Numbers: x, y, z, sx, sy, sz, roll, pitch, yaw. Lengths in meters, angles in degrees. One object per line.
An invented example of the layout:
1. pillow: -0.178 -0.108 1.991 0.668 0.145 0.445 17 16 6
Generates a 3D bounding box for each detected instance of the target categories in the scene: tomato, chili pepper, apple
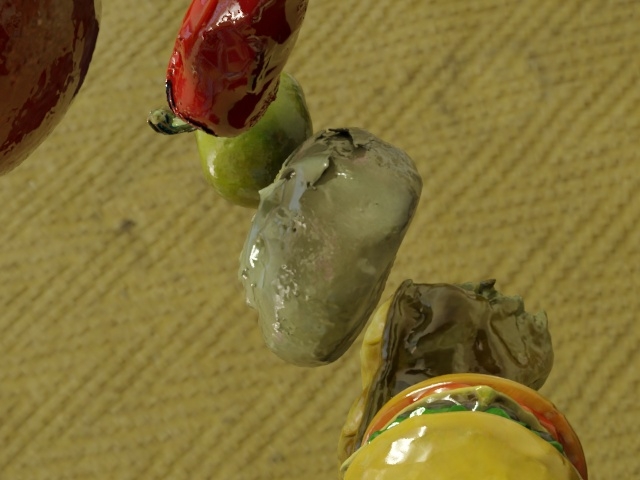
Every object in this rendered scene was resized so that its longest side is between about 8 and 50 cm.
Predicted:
1. tomato: -0.248 -0.180 1.002 0.176 0.334 0.289 -5 29 -1
2. chili pepper: -0.070 -0.178 1.228 0.110 0.387 0.110 7 66 -16
3. apple: -0.086 -0.134 1.858 0.157 0.196 0.196 -15 54 -2

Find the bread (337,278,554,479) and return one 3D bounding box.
1. bread: 0.123 0.184 1.466 0.239 0.196 0.252 -7 51 22

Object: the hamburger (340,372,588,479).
1. hamburger: 0.090 0.160 0.867 0.162 0.162 0.115 -8 20 12

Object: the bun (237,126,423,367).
1. bun: 0.000 0.000 1.307 0.141 0.239 0.239 22 63 -4
